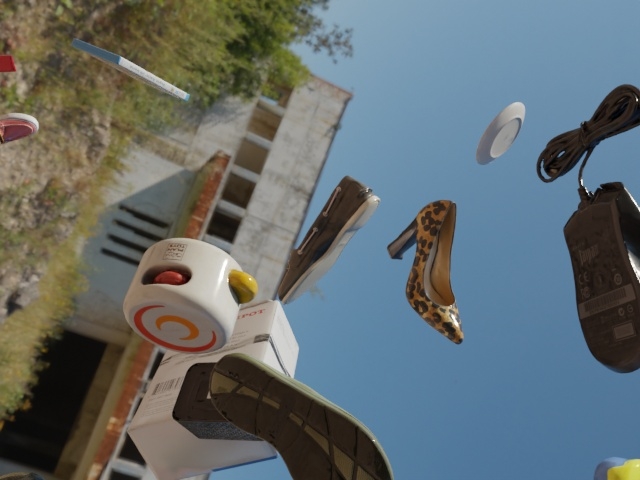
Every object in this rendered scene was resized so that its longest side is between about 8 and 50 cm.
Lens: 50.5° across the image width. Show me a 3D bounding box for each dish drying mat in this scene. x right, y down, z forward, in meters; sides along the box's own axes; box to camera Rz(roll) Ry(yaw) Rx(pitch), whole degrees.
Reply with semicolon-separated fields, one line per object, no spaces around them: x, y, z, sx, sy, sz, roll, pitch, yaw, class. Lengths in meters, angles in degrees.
-0.608;-0.326;1.254;0.008;0.083;0.032;-89;177;-55;dish drying mat

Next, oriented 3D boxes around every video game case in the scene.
-0.311;-0.280;1.122;0.119;0.166;0.015;26;-87;30;video game case

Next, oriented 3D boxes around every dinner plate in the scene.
0.358;-0.205;1.330;0.017;0.141;0.141;42;-64;28;dinner plate

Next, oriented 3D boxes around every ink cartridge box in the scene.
-0.223;0.330;1.556;0.286;0.166;0.395;-16;-157;13;ink cartridge box

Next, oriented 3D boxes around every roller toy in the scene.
-0.232;0.093;1.188;0.209;0.191;0.146;-36;-149;43;roller toy

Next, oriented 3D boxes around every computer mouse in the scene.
0.304;-0.016;0.649;0.184;0.060;0.262;122;-36;-61;computer mouse

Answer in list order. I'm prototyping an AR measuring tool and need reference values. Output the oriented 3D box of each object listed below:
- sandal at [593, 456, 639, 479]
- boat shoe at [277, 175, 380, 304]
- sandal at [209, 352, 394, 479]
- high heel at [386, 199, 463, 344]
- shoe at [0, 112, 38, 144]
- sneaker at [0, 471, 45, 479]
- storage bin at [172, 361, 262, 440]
0.380;0.377;0.855;0.138;0.317;0.126;-6;-137;31;sandal
0.000;0.000;1.540;0.335;0.095;0.112;-50;161;15;boat shoe
-0.020;0.250;0.922;0.120;0.303;0.086;-58;155;7;sandal
0.246;0.057;1.327;0.186;0.093;0.261;-48;-119;38;high heel
-0.687;-0.213;1.427;0.063;0.178;0.081;85;-4;-52;shoe
-0.628;0.557;1.331;0.410;0.158;0.182;-50;-176;24;sneaker
-0.173;0.301;1.276;0.180;0.084;0.122;-6;-130;26;storage bin
